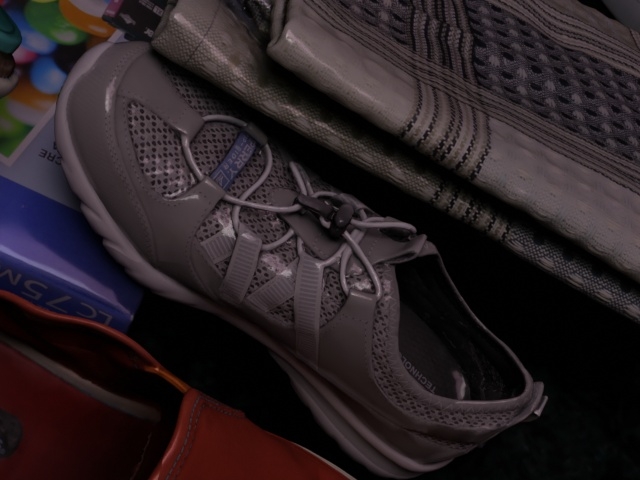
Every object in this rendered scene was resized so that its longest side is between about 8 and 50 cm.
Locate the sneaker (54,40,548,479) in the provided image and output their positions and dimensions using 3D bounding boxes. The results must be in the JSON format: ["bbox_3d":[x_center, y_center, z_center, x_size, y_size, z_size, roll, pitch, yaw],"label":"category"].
[{"bbox_3d":[0.000,0.000,0.652,0.281,0.115,0.105,42,51,-22],"label":"sneaker"}]

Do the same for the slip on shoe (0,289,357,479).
[{"bbox_3d":[-0.073,0.110,0.598,0.331,0.101,0.123,33,62,-22],"label":"slip on shoe"}]

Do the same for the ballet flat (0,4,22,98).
[{"bbox_3d":[-0.280,-0.171,0.640,0.139,0.139,0.400,-25,62,-30],"label":"ballet flat"}]

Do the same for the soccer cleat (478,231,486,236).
[{"bbox_3d":[0.085,-0.039,0.802,0.036,0.029,0.083,-30,84,-36],"label":"soccer cleat"}]

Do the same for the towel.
[{"bbox_3d":[0.078,-0.111,0.742,0.324,0.056,0.312,28,34,-12],"label":"towel"}]

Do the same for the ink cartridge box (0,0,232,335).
[{"bbox_3d":[-0.147,-0.072,0.705,0.186,0.065,0.311,25,60,-9],"label":"ink cartridge box"}]

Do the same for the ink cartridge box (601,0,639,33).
[{"bbox_3d":[0.390,-0.140,0.942,0.308,0.091,0.385,-31,78,-31],"label":"ink cartridge box"}]
